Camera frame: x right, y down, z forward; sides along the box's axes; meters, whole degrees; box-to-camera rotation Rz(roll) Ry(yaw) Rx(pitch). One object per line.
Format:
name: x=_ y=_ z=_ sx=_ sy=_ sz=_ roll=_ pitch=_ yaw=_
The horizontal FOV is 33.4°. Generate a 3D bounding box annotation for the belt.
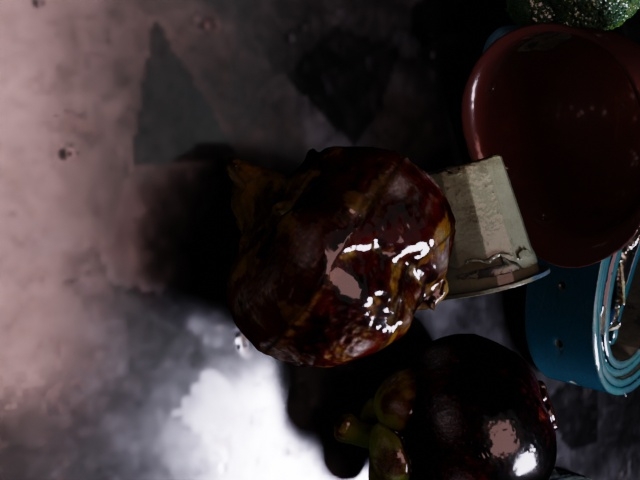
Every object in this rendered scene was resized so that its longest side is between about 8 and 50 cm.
belt: x=0.509 y=0.047 z=1.881 sx=0.300 sy=0.173 sz=0.436 roll=19 pitch=87 yaw=-46

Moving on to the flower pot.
flower pot: x=0.229 y=-0.019 z=1.667 sx=0.212 sy=0.212 sz=0.202 roll=-19 pitch=94 yaw=-34

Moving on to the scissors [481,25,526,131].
scissors: x=0.361 y=-0.147 z=1.839 sx=0.193 sy=0.029 sz=0.447 roll=-13 pitch=105 yaw=-34

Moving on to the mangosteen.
mangosteen: x=0.211 y=0.303 z=1.630 sx=0.313 sy=0.297 sz=0.297 roll=-45 pitch=121 yaw=0

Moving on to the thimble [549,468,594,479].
thimble: x=0.466 y=0.530 z=1.918 sx=0.237 sy=0.150 sz=0.237 roll=-3 pitch=96 yaw=-36

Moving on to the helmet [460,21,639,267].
helmet: x=0.426 y=-0.177 z=1.688 sx=0.230 sy=0.337 sz=0.385 roll=-29 pitch=111 yaw=-40

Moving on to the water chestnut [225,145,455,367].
water chestnut: x=0.000 y=0.000 z=1.444 sx=0.347 sy=0.335 sz=0.335 roll=46 pitch=65 yaw=1

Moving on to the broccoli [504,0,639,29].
broccoli: x=0.415 y=-0.444 z=1.723 sx=0.269 sy=0.241 sz=0.261 roll=-35 pitch=138 yaw=-12
